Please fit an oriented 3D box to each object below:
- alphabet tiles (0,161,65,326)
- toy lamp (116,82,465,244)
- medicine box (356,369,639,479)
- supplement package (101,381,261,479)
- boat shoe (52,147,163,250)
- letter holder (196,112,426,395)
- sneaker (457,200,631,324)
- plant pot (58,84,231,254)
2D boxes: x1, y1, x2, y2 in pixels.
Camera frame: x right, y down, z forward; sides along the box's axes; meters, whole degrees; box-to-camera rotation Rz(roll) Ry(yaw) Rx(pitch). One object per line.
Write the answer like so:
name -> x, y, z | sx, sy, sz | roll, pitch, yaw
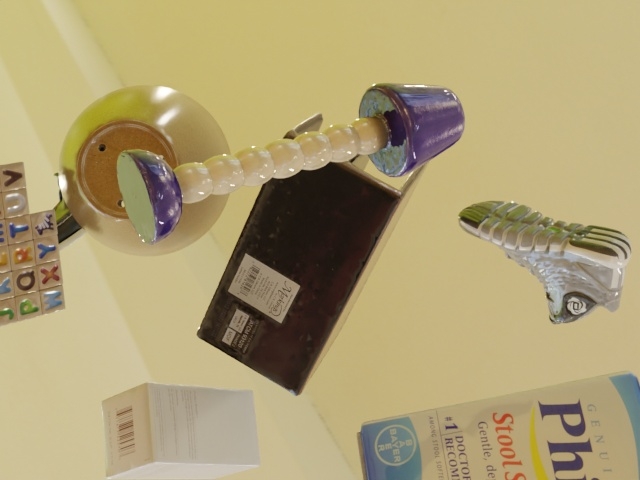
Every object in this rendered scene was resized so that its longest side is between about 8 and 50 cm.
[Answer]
alphabet tiles -> -0.471, 0.010, 1.535 | 0.009, 0.198, 0.237 | 14, -68, 48
toy lamp -> -0.012, -0.065, 0.809 | 0.275, 0.080, 0.080 | -19, -136, -24
medicine box -> 0.207, 0.299, 1.069 | 0.289, 0.149, 0.263 | -14, -119, 10
supplement package -> -0.179, 0.250, 1.373 | 0.105, 0.179, 0.105 | -26, -118, 39
boat shoe -> -0.384, -0.108, 1.775 | 0.340, 0.113, 0.127 | -47, -154, -25
letter holder -> 0.000, 0.000, 1.331 | 0.152, 0.214, 0.302 | 30, -63, 7
sneaker -> 0.264, 0.037, 1.294 | 0.229, 0.086, 0.132 | 19, -55, 40
plant pot -> -0.229, -0.087, 1.343 | 0.237, 0.237, 0.254 | -57, -174, 0
